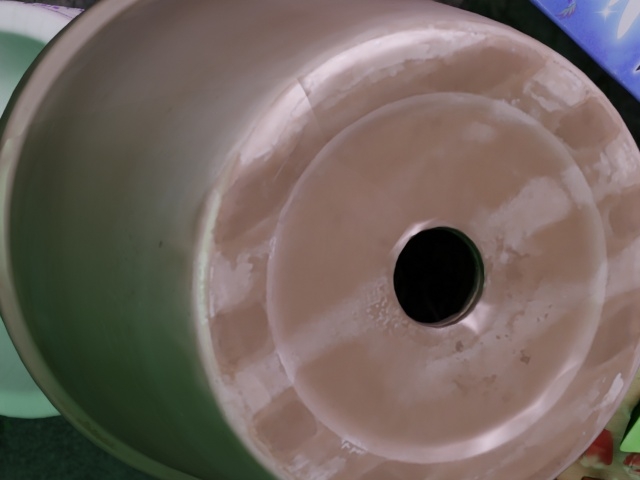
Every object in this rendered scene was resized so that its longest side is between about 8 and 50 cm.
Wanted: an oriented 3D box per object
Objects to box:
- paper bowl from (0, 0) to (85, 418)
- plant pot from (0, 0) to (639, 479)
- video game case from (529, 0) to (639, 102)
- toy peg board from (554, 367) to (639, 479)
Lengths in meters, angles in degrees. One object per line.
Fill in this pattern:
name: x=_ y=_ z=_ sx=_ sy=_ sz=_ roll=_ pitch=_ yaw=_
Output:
paper bowl: x=-0.189 y=-0.026 z=0.714 sx=0.284 sy=0.148 sz=0.284 roll=4 pitch=99 yaw=24
plant pot: x=0.000 y=0.000 z=0.482 sx=0.323 sy=0.280 sz=0.323 roll=-2 pitch=96 yaw=-17
video game case: x=0.250 y=-0.161 z=0.492 sx=0.244 sy=0.061 sz=0.269 roll=-51 pitch=54 yaw=23
toy peg board: x=0.186 y=0.156 z=0.612 sx=0.161 sy=0.079 sz=0.161 roll=4 pitch=99 yaw=24
